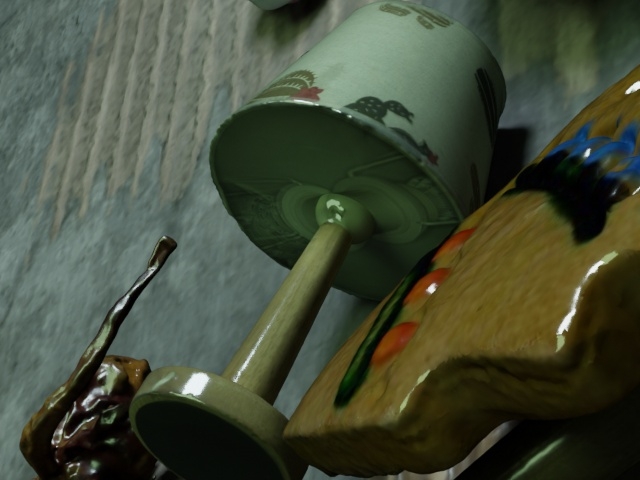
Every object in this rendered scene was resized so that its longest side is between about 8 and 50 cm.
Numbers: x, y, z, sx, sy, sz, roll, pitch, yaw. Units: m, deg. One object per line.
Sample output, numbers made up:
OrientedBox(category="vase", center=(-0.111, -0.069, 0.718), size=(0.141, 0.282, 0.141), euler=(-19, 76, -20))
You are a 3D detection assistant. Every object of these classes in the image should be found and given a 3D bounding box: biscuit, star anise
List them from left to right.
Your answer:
OrientedBox(category="star anise", center=(-0.102, 0.087, 0.853), size=(0.191, 0.070, 0.097), euler=(-63, 22, 3))
OrientedBox(category="biscuit", center=(0.096, -0.011, 0.598), size=(0.301, 0.043, 0.278), euler=(-38, 10, 19))

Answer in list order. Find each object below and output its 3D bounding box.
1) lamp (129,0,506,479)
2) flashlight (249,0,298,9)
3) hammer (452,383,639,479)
OrientedBox(category="lamp", center=(0.000, 0.000, 0.749), size=(0.121, 0.121, 0.215), euler=(-12, 38, 48))
OrientedBox(category="flashlight", center=(0.025, -0.189, 0.980), size=(0.200, 0.047, 0.093), euler=(-26, 42, 35))
OrientedBox(category="hammer", center=(0.084, 0.060, 0.596), size=(0.440, 0.044, 0.168), euler=(-40, 8, 8))
